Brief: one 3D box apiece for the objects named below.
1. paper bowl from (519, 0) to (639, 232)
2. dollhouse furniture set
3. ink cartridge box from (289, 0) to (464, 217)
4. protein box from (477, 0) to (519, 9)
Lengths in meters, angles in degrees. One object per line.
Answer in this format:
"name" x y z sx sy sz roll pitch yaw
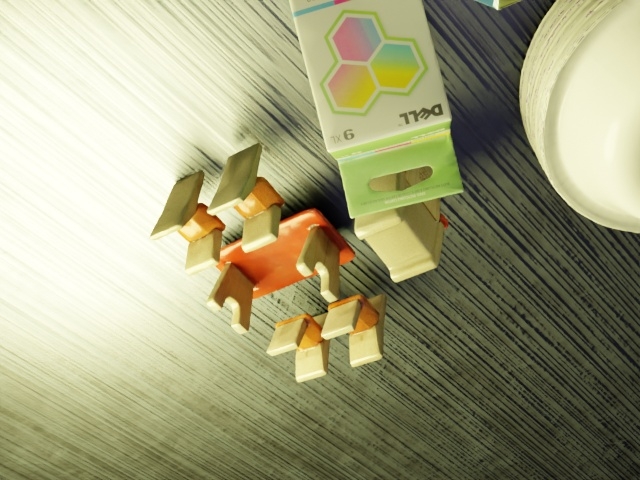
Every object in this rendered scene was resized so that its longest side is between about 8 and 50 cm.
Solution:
"paper bowl" 0.340 -0.126 0.743 0.285 0.148 0.284 -2 127 -3
"dollhouse furniture set" 0.000 0.000 0.860 0.259 0.135 0.262 -22 126 28
"ink cartridge box" 0.049 -0.133 0.703 0.109 0.062 0.209 -14 88 7
"protein box" 0.104 -0.293 0.540 0.136 0.201 0.199 -26 132 -21
